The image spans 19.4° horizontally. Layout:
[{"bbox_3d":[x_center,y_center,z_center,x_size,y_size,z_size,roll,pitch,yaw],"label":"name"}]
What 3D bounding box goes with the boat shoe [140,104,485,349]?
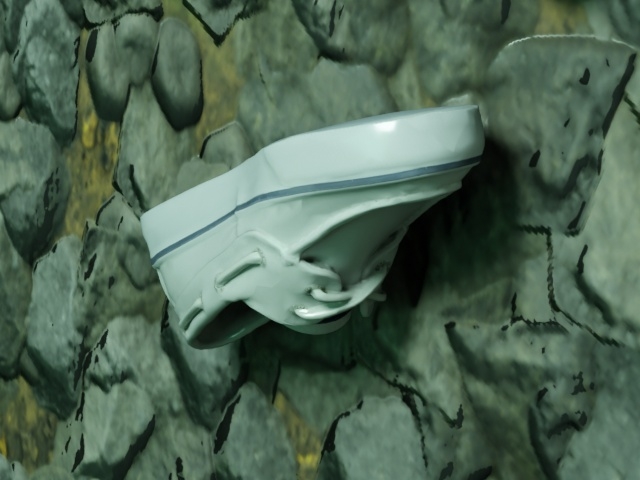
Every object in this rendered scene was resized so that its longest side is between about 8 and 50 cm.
[{"bbox_3d":[0.000,0.000,0.862,0.258,0.095,0.084,-23,80,63],"label":"boat shoe"}]
